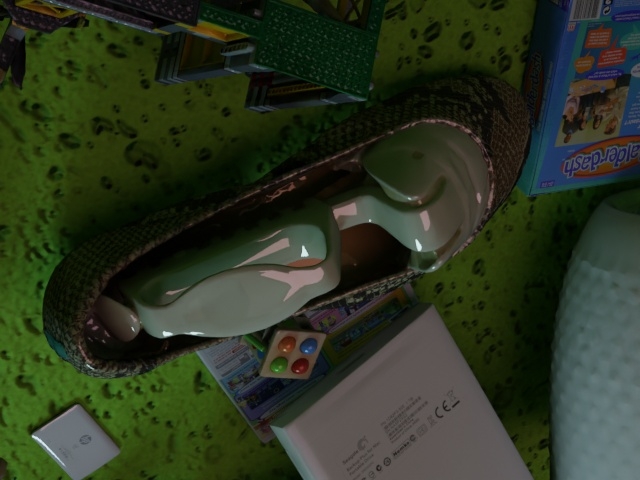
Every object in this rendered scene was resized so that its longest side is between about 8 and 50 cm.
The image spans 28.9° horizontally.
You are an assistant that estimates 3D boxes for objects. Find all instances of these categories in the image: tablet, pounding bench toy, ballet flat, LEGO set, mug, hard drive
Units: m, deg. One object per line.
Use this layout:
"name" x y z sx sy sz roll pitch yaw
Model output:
"tablet" -0.233 0.194 1.189 0.054 0.006 0.083 -34 131 -4
"pounding bench toy" -0.048 0.090 1.143 0.083 0.065 0.052 7 117 -31
"ballet flat" 0.000 0.000 1.053 0.483 0.182 0.164 -24 106 -11
"LEGO set" -0.097 -0.221 0.906 0.331 0.192 0.255 4 90 -33
"mug" 0.398 0.107 1.304 0.374 0.276 0.328 -23 114 -52
"hard drive" 0.107 0.244 1.228 0.203 0.040 0.307 -37 106 -24

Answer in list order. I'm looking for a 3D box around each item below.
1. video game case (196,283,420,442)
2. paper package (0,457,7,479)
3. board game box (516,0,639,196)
"video game case" -0.011 0.082 1.217 0.212 0.023 0.193 -34 130 -4
"paper package" -0.428 0.282 0.930 0.325 0.168 0.309 -59 171 7
"board game box" 0.272 -0.152 1.188 0.160 0.047 0.210 -8 124 -23
